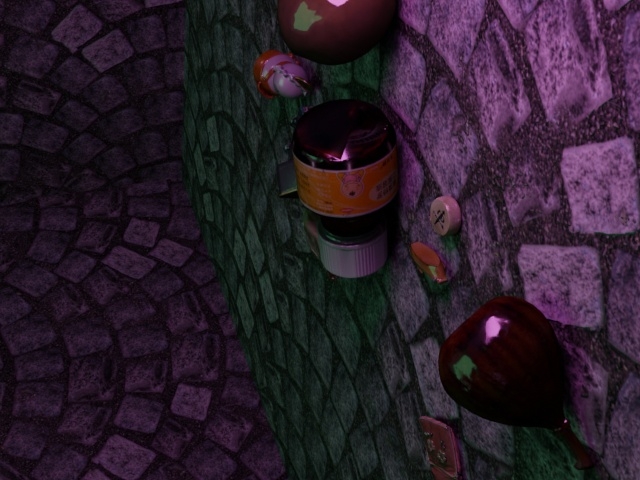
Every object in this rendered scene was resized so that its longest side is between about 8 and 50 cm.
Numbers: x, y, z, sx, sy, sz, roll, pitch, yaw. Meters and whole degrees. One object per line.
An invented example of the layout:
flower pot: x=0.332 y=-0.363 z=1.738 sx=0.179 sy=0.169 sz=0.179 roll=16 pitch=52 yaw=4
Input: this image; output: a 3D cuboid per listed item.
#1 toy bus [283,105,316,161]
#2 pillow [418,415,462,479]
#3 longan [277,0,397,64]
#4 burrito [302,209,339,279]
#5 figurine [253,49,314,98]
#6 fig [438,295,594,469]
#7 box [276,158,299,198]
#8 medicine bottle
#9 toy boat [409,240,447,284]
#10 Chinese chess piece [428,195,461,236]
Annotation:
toy bus: x=-0.034 y=-0.267 z=2.329 sx=0.261 sy=0.109 sz=0.091 roll=110 pitch=143 yaw=-58
pillow: x=0.282 y=0.519 z=1.920 sx=0.126 sy=0.043 sz=0.232 roll=-177 pitch=77 yaw=-70
longan: x=0.040 y=-0.516 z=1.823 sx=0.243 sy=0.300 sz=0.300 roll=42 pitch=-169 yaw=-42
burrito: x=0.000 y=0.000 z=2.297 sx=0.087 sy=0.060 sz=0.226 roll=94 pitch=156 yaw=-46
figurine: x=-0.097 y=-0.471 z=2.407 sx=0.271 sy=0.143 sz=0.143 roll=11 pitch=111 yaw=48
fig: x=0.359 y=0.255 z=1.439 sx=0.321 sy=0.217 sz=0.217 roll=46 pitch=152 yaw=10
box: x=-0.007 y=-0.171 z=2.165 sx=0.201 sy=0.145 sz=0.090 roll=-14 pitch=81 yaw=43
medicine bottle: x=0.070 y=-0.109 z=1.959 sx=0.242 sy=0.243 sz=0.395 roll=-121 pitch=14 yaw=-46
toy boat: x=0.234 y=0.050 z=1.822 sx=0.149 sy=0.047 sz=0.048 roll=-128 pitch=20 yaw=-58
Chinese chess piece: x=0.256 y=-0.050 z=1.726 sx=0.084 sy=0.034 sz=0.084 roll=170 pitch=90 yaw=-70
